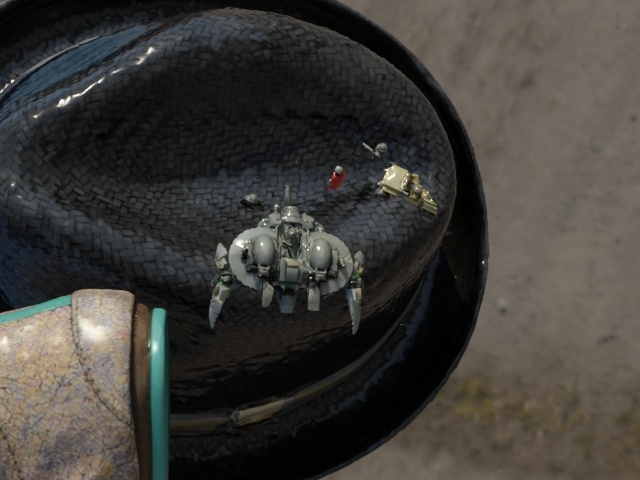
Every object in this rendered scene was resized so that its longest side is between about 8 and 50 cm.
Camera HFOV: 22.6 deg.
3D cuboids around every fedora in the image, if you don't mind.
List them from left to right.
[{"bbox_3d":[-0.055,-0.023,0.803,0.152,0.334,0.334,136,147,-69],"label":"fedora"}]

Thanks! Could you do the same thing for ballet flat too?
[{"bbox_3d":[-0.111,0.172,0.695,0.107,0.106,0.316,-116,23,-76],"label":"ballet flat"}]

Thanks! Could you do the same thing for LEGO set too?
[{"bbox_3d":[-0.001,-0.002,0.493,0.083,0.054,0.023,-55,-6,-23],"label":"LEGO set"}]
